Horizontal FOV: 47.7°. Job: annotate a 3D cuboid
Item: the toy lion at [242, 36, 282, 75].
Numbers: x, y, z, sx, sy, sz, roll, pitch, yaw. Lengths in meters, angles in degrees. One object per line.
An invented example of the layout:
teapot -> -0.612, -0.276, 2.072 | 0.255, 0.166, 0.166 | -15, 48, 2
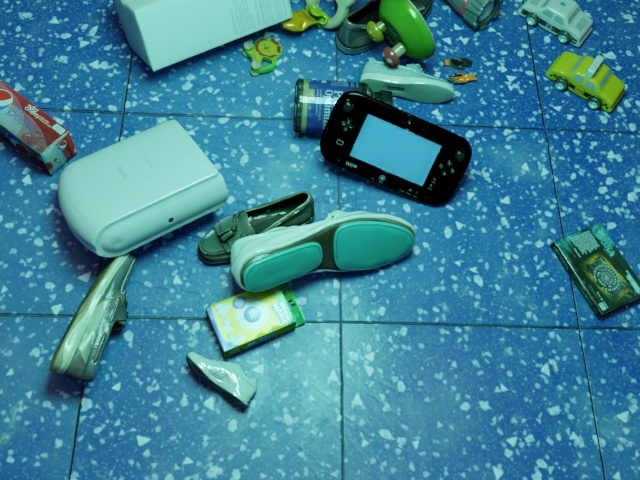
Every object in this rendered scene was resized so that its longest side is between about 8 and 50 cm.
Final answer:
toy lion -> -0.136, -0.452, 1.758 | 0.096, 0.034, 0.100 | -13, 65, -19

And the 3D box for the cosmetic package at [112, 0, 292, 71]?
cosmetic package -> -0.278, -0.556, 1.695 | 0.365, 0.155, 0.197 | -26, 42, -15

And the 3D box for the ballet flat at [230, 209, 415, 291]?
ballet flat -> 0.000, 0.000, 1.485 | 0.400, 0.139, 0.139 | -13, 65, -20

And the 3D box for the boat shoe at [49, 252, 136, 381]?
boat shoe -> -0.421, 0.145, 1.402 | 0.092, 0.103, 0.285 | 34, 47, -18

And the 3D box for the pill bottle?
pill bottle -> 0.050, -0.300, 1.642 | 0.219, 0.123, 0.123 | 3, 63, -2

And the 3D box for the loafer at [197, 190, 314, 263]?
loafer -> -0.136, -0.039, 1.518 | 0.267, 0.084, 0.096 | -24, 67, -15

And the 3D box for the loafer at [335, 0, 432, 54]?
loafer -> 0.170, -0.566, 1.800 | 0.302, 0.095, 0.109 | -34, 71, -19

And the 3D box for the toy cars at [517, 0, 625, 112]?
toy cars -> 0.633, -0.494, 1.805 | 0.176, 0.087, 0.394 | -10, 64, -10

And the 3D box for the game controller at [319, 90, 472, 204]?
game controller -> 0.162, -0.198, 1.571 | 0.319, 0.067, 0.167 | 23, 102, -5

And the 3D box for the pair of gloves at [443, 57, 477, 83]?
pair of gloves -> 0.345, -0.420, 1.788 | 0.074, 0.010, 0.083 | -5, 61, -5

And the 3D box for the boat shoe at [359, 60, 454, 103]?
boat shoe -> 0.209, -0.388, 1.723 | 0.227, 0.079, 0.081 | 10, 67, 4

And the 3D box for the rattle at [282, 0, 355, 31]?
rattle -> 0.014, -0.585, 1.727 | 0.142, 0.199, 0.130 | -4, 84, -41

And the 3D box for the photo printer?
photo printer -> -0.379, -0.107, 1.490 | 0.307, 0.107, 0.256 | -27, 49, -16

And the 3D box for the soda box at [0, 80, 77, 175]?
soda box -> -0.662, -0.259, 1.583 | 0.263, 0.092, 0.083 | 36, 67, 13

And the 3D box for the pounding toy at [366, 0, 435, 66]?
pounding toy -> 0.159, -0.494, 1.669 | 0.110, 0.237, 0.183 | -38, 42, -1

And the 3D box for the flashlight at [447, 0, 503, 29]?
flashlight -> 0.331, -0.671, 1.869 | 0.103, 0.103, 0.304 | -45, 67, 8

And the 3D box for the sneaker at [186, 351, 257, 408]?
sneaker -> -0.190, 0.257, 1.388 | 0.152, 0.054, 0.061 | 34, 57, 6

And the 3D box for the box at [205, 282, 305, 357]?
box -> -0.128, 0.151, 1.448 | 0.179, 0.043, 0.105 | -21, 67, -16

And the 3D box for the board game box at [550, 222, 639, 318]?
board game box -> 0.599, 0.062, 1.557 | 0.126, 0.026, 0.186 | -20, 66, -14
